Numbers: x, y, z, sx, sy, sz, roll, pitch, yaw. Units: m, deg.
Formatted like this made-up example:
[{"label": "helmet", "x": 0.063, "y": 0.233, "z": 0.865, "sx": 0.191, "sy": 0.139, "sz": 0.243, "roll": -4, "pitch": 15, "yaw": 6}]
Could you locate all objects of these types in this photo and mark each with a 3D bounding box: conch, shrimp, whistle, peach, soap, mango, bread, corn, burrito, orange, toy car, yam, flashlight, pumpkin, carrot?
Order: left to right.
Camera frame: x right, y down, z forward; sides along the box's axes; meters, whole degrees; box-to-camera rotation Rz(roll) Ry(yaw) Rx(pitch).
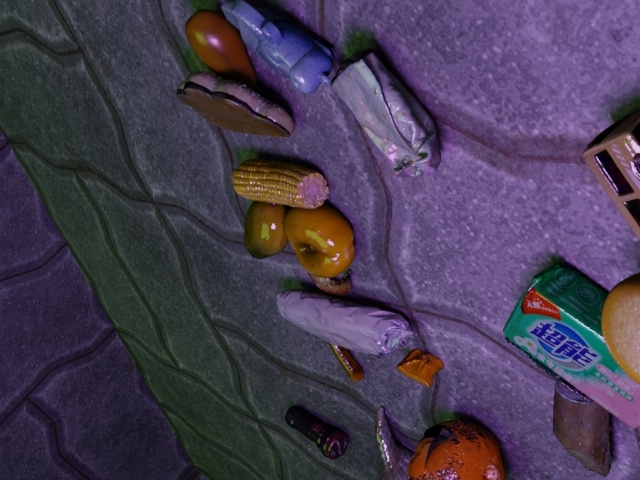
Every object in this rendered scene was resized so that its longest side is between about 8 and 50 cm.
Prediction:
[{"label": "mango", "x": -0.190, "y": -0.371, "z": 1.593, "sx": 0.102, "sy": 0.084, "sz": 0.184, "roll": 8, "pitch": 149, "yaw": 44}, {"label": "bread", "x": -0.183, "y": -0.276, "z": 1.643, "sx": 0.287, "sy": 0.056, "sz": 0.207, "roll": 15, "pitch": 167, "yaw": 44}, {"label": "mango", "x": -0.130, "y": -0.030, "z": 1.892, "sx": 0.237, "sy": 0.091, "sz": 0.137, "roll": 162, "pitch": 105, "yaw": -70}, {"label": "whistle", "x": -0.078, "y": -0.347, "z": 1.447, "sx": 0.269, "sy": 0.093, "sz": 0.180, "roll": 37, "pitch": 175, "yaw": 25}, {"label": "corn", "x": -0.090, "y": -0.122, "z": 1.739, "sx": 0.244, "sy": 0.093, "sz": 0.093, "roll": 12, "pitch": 134, "yaw": 43}, {"label": "flashlight", "x": -0.017, "y": 0.579, "z": 2.509, "sx": 0.232, "sy": 0.093, "sz": 0.093, "roll": 26, "pitch": 144, "yaw": 43}, {"label": "peach", "x": 0.000, "y": 0.000, "z": 1.749, "sx": 0.179, "sy": 0.103, "sz": 0.179, "roll": 31, "pitch": 146, "yaw": 24}, {"label": "shrimp", "x": 0.007, "y": 0.053, "z": 1.873, "sx": 0.148, "sy": 0.035, "sz": 0.195, "roll": 8, "pitch": 134, "yaw": 53}, {"label": "carrot", "x": 0.056, "y": 0.286, "z": 2.089, "sx": 0.170, "sy": 0.042, "sz": 0.042, "roll": 59, "pitch": 151, "yaw": -9}, {"label": "burrito", "x": 0.068, "y": 0.195, "z": 1.890, "sx": 0.446, "sy": 0.101, "sz": 0.139, "roll": 10, "pitch": 141, "yaw": 49}, {"label": "burrito", "x": 0.116, "y": -0.206, "z": 1.348, "sx": 0.228, "sy": 0.089, "sz": 0.144, "roll": 52, "pitch": 166, "yaw": -4}, {"label": "conch", "x": 0.216, "y": 0.634, "z": 2.176, "sx": 0.203, "sy": 0.170, "sz": 0.385, "roll": 167, "pitch": 106, "yaw": -85}, {"label": "pumpkin", "x": 0.218, "y": 0.274, "z": 1.801, "sx": 0.101, "sy": 0.073, "sz": 0.035, "roll": 20, "pitch": 144, "yaw": 38}, {"label": "orange", "x": 0.305, "y": 0.514, "z": 1.800, "sx": 0.182, "sy": 0.234, "sz": 0.234, "roll": -24, "pitch": 105, "yaw": 45}, {"label": "yam", "x": 0.475, "y": 0.338, "z": 1.482, "sx": 0.106, "sy": 0.106, "sz": 0.259, "roll": 25, "pitch": 142, "yaw": 39}, {"label": "soap", "x": 0.444, "y": 0.164, "z": 1.313, "sx": 0.273, "sy": 0.098, "sz": 0.217, "roll": 37, "pitch": 143, "yaw": 19}, {"label": "toy car", "x": 0.451, "y": -0.047, "z": 1.037, "sx": 0.256, "sy": 0.101, "sz": 0.124, "roll": 54, "pitch": 155, "yaw": -5}]

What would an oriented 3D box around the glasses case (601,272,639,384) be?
[{"label": "glasses case", "x": 0.561, "y": 0.145, "z": 1.055, "sx": 0.371, "sy": 0.141, "sz": 0.173, "roll": 13, "pitch": 108, "yaw": 44}]
